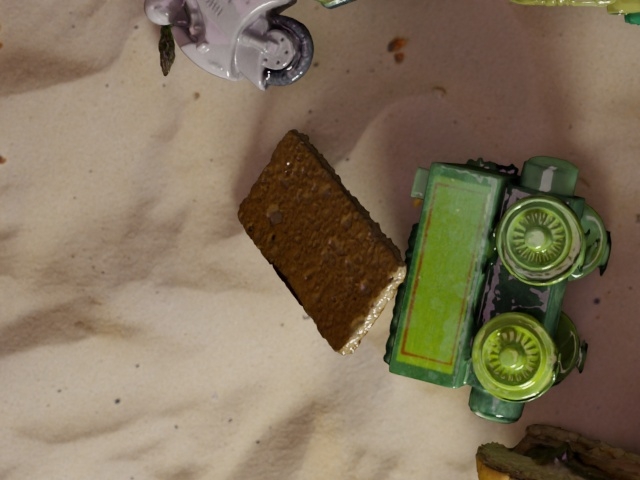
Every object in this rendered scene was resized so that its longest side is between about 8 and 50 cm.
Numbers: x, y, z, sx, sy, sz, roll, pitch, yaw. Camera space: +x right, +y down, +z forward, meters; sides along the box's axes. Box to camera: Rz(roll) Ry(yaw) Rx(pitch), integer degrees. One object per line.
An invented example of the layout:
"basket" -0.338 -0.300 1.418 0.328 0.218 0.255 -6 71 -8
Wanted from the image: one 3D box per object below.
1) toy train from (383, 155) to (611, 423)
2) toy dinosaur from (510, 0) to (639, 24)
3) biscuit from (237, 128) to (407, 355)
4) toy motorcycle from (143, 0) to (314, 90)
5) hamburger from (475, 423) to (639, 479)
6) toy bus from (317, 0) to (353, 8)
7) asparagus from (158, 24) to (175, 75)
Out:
"toy train" 0.175 0.043 1.766 0.188 0.159 0.271 14 96 19
"toy dinosaur" 0.319 -0.248 1.729 0.259 0.153 0.094 -4 89 22
"biscuit" 0.000 0.000 1.814 0.131 0.025 0.231 -55 50 25
"toy motorcycle" -0.111 -0.270 1.848 0.171 0.110 0.260 -21 87 19
"hamburger" 0.269 0.268 1.736 0.262 0.124 0.130 18 111 41
"toy bus" 0.007 -0.402 1.768 0.152 0.190 0.312 -18 88 15
"asparagus" -0.178 -0.292 1.905 0.023 0.022 0.232 -8 89 -15
